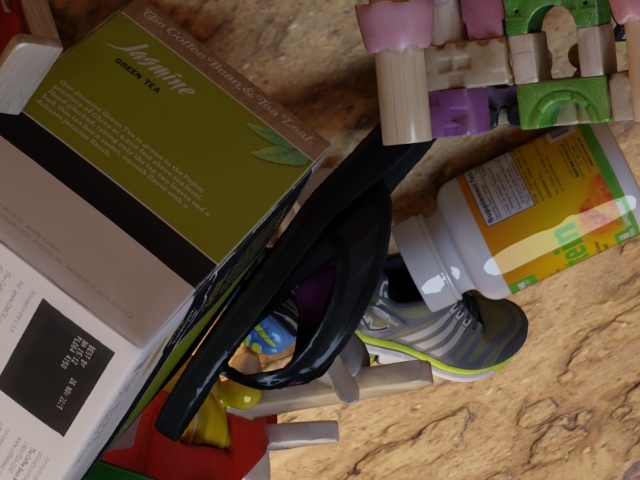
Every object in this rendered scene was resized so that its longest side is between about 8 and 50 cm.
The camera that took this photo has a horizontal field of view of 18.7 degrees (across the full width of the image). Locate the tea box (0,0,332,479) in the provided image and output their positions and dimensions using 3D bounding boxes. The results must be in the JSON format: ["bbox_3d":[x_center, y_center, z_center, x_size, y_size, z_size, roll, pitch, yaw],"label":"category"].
[{"bbox_3d":[-0.207,0.033,1.617,0.323,0.220,0.329,-48,175,-49],"label":"tea box"}]

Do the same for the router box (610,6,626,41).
[{"bbox_3d":[0.342,-0.236,1.860,0.122,0.038,0.092,-6,145,-25],"label":"router box"}]

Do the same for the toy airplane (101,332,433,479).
[{"bbox_3d":[-0.127,0.165,2.018,0.386,0.272,0.384,-16,-173,-26],"label":"toy airplane"}]

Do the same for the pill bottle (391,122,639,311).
[{"bbox_3d":[0.205,-0.022,2.008,0.246,0.136,0.136,-26,149,6],"label":"pill bottle"}]

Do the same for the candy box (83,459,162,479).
[{"bbox_3d":[-0.223,0.317,1.785,0.122,0.317,0.268,-52,143,-38],"label":"candy box"}]

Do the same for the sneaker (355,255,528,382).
[{"bbox_3d":[0.128,0.079,2.150,0.300,0.111,0.121,5,136,-41],"label":"sneaker"}]

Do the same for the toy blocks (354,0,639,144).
[{"bbox_3d":[0.205,-0.227,1.657,0.289,0.260,0.309,-5,-176,27],"label":"toy blocks"}]

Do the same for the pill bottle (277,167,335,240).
[{"bbox_3d":[0.000,0.000,1.961,0.087,0.087,0.160,-13,148,-16],"label":"pill bottle"}]

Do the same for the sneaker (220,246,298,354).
[{"bbox_3d":[-0.083,0.024,1.879,0.078,0.188,0.067,-35,176,-44],"label":"sneaker"}]

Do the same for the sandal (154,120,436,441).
[{"bbox_3d":[0.017,0.020,1.757,0.446,0.107,0.167,-49,174,-25],"label":"sandal"}]

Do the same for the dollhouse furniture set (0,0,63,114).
[{"bbox_3d":[-0.265,-0.207,1.381,0.129,0.183,0.129,6,139,-38],"label":"dollhouse furniture set"}]
